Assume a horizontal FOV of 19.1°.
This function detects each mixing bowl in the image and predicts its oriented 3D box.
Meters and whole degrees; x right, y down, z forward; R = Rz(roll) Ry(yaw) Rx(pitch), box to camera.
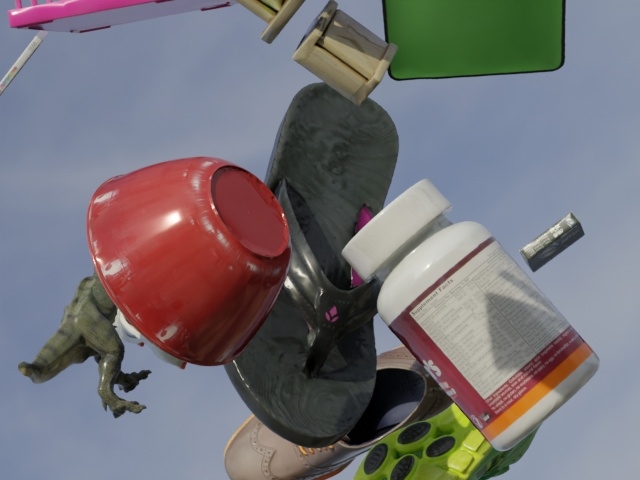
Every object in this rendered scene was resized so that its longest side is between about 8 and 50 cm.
[{"bbox_3d":[-0.089,0.001,1.540,0.098,0.181,0.181,-35,-21,32],"label":"mixing bowl"}]

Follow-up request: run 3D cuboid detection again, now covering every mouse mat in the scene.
[{"bbox_3d":[0.159,-0.228,1.973,0.189,0.007,0.153,-3,-45,3],"label":"mouse mat"}]

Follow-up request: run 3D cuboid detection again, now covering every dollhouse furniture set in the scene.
[{"bbox_3d":[0.001,-0.215,1.254,0.101,0.182,0.161,-47,13,44],"label":"dollhouse furniture set"}]

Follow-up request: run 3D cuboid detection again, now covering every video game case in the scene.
[{"bbox_3d":[-0.353,-0.187,2.169,0.122,0.011,0.087,-51,10,8],"label":"video game case"}]

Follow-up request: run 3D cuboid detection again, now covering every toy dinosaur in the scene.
[{"bbox_3d":[-0.201,0.098,1.732,0.064,0.118,0.268,-23,18,24],"label":"toy dinosaur"}]

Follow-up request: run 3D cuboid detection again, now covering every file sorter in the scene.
[{"bbox_3d":[-0.224,-0.337,2.106,0.202,0.182,0.290,-9,4,7],"label":"file sorter"}]

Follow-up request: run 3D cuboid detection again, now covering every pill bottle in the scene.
[{"bbox_3d":[0.126,0.062,1.632,0.121,0.221,0.121,-41,-6,-5],"label":"pill bottle"}]

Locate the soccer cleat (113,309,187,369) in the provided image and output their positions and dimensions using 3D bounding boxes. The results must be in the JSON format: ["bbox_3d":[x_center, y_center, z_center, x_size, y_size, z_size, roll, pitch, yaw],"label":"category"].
[{"bbox_3d":[-0.176,0.073,1.912,0.068,0.196,0.076,-49,-66,-8],"label":"soccer cleat"}]

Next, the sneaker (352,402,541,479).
[{"bbox_3d":[0.156,0.230,2.043,0.295,0.109,0.123,-37,-43,-20],"label":"sneaker"}]

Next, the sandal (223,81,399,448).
[{"bbox_3d":[-0.002,-0.002,1.910,0.167,0.446,0.107,17,-39,-13],"label":"sandal"}]

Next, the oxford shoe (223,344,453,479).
[{"bbox_3d":[0.010,0.214,2.304,0.363,0.130,0.132,-31,-9,27],"label":"oxford shoe"}]

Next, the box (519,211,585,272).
[{"bbox_3d":[0.293,0.002,2.406,0.083,0.018,0.067,-37,-19,2],"label":"box"}]
